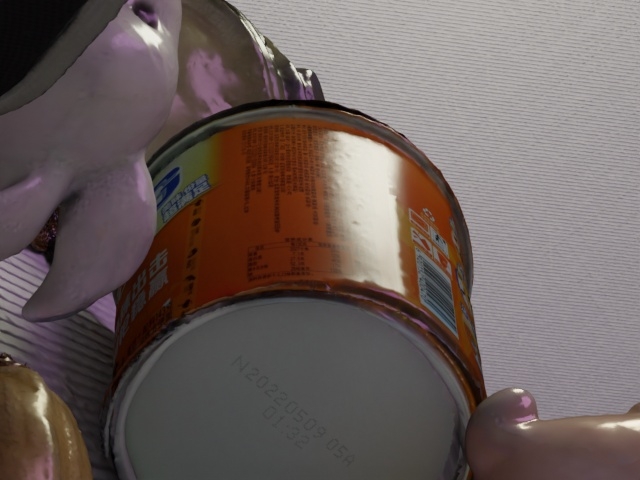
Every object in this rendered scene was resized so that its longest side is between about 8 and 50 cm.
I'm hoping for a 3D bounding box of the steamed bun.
[{"bbox_3d":[-0.115,-0.109,0.945,0.352,0.247,0.339,46,13,-51],"label":"steamed bun"}]

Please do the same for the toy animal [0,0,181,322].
[{"bbox_3d":[-0.198,-0.121,0.593,0.310,0.247,0.182,39,15,32],"label":"toy animal"}]

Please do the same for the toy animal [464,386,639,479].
[{"bbox_3d":[0.133,0.259,0.533,0.277,0.345,0.246,14,-10,41],"label":"toy animal"}]

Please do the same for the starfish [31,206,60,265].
[{"bbox_3d":[-0.204,0.000,0.734,0.078,0.028,0.091,38,18,-46],"label":"starfish"}]

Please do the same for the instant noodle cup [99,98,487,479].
[{"bbox_3d":[-0.018,0.075,0.644,0.296,0.296,0.214,50,15,-22],"label":"instant noodle cup"}]

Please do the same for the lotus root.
[{"bbox_3d":[-0.143,0.105,0.438,0.073,0.062,0.150,57,2,-44],"label":"lotus root"}]

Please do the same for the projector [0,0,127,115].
[{"bbox_3d":[-0.205,-0.208,0.346,0.248,0.248,0.249,1,69,-40],"label":"projector"}]
